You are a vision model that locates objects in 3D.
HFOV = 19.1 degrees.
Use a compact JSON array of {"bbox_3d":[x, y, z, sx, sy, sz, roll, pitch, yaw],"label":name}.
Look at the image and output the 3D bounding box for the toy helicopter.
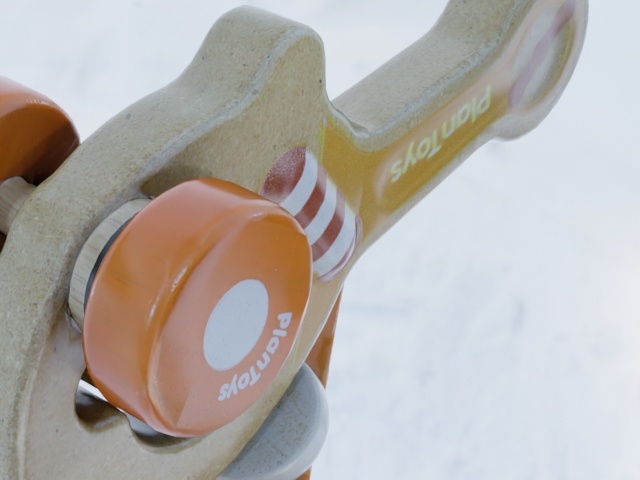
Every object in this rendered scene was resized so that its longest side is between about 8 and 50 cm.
[{"bbox_3d":[0.000,0.000,0.757,0.355,0.140,0.235,-39,140,-35],"label":"toy helicopter"}]
